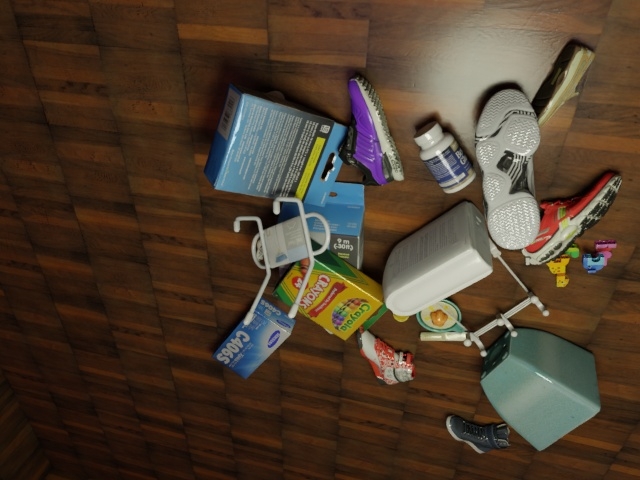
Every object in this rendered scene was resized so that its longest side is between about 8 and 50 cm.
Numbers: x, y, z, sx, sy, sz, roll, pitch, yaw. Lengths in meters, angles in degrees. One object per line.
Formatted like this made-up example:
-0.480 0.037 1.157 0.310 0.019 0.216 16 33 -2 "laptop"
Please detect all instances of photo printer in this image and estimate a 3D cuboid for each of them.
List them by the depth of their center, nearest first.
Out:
0.298 0.057 1.227 0.107 0.256 0.307 44 123 -16 "photo printer"

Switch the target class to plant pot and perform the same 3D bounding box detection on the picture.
0.633 0.411 1.380 0.252 0.247 0.248 34 126 7 "plant pot"

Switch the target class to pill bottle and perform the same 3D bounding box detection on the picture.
0.308 -0.211 1.150 0.094 0.094 0.169 -30 110 30 "pill bottle"

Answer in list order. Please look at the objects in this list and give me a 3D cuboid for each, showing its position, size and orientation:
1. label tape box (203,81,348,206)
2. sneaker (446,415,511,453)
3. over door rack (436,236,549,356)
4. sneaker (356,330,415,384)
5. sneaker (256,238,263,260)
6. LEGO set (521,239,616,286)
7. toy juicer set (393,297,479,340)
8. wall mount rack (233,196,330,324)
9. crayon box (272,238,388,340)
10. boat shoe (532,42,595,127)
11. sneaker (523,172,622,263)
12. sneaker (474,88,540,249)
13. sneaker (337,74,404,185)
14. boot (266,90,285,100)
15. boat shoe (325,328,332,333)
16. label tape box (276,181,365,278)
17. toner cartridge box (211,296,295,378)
-0.104 -0.235 1.191 0.333 0.106 0.241 7 116 -36 "label tape box"
0.577 0.683 1.644 0.226 0.086 0.163 35 136 -19 "sneaker"
0.469 0.178 1.295 0.239 0.108 0.324 -39 113 17 "over door rack"
0.232 0.386 1.563 0.145 0.090 0.270 -15 120 23 "sneaker"
-0.188 0.034 1.491 0.036 0.032 0.083 13 125 9 "sneaker"
0.668 0.068 1.230 0.227 0.087 0.093 -4 121 20 "LEGO set"
0.337 0.242 1.437 0.209 0.089 0.329 -23 113 27 "toy juicer set"
-0.122 0.057 1.229 0.350 0.130 0.304 -18 80 47 "wall mount rack"
0.045 0.161 1.341 0.318 0.081 0.202 32 124 -7 "crayon box"
0.543 -0.334 1.024 0.072 0.068 0.190 13 128 -11 "boat shoe"
0.617 -0.071 1.149 0.107 0.118 0.279 17 121 -49 "sneaker"
0.451 -0.164 1.113 0.137 0.210 0.366 -4 90 18 "sneaker"
0.102 -0.262 1.166 0.146 0.102 0.293 -16 115 20 "sneaker"
-0.162 -0.318 1.242 0.190 0.086 0.069 -43 79 7 "boot"
-0.001 0.210 1.526 0.079 0.084 0.233 -35 109 20 "boat shoe"
0.000 0.000 1.366 0.249 0.115 0.348 6 125 12 "label tape box"
-0.253 0.367 1.699 0.165 0.075 0.348 35 124 -9 "toner cartridge box"
